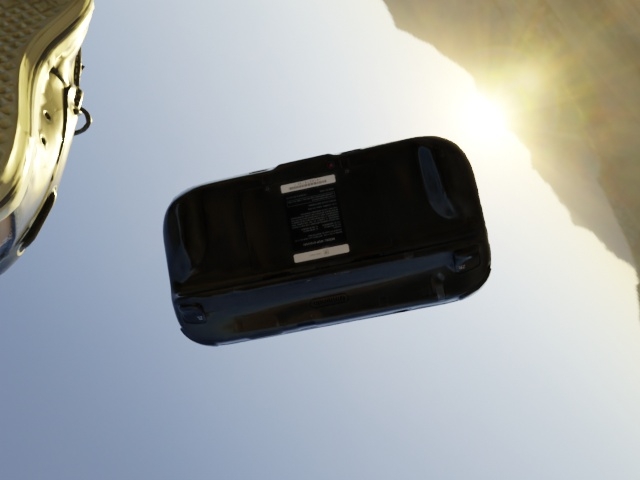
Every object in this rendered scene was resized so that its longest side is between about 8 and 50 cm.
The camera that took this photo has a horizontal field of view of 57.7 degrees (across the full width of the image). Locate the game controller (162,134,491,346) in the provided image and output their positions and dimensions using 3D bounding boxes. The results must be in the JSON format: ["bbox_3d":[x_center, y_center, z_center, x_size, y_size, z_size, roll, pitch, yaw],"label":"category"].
[{"bbox_3d":[0.000,0.000,0.571,0.067,0.319,0.167,58,-158,-74],"label":"game controller"}]

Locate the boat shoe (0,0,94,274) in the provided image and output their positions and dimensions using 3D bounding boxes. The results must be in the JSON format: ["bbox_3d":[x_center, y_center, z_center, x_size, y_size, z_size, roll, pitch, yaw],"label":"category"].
[{"bbox_3d":[-0.357,-0.168,0.642,0.186,0.156,0.500,1,-129,-14],"label":"boat shoe"}]
